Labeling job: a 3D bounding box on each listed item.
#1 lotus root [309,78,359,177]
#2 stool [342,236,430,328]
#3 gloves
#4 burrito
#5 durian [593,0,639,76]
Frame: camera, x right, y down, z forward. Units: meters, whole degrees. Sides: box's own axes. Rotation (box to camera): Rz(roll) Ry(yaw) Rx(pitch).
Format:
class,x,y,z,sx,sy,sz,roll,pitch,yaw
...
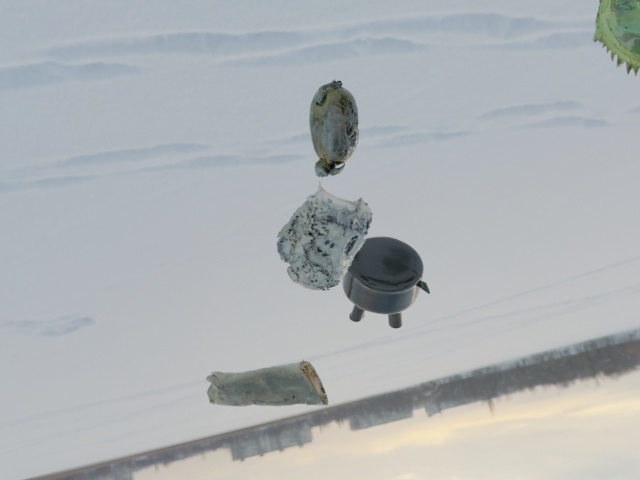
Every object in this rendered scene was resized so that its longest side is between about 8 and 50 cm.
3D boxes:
class,x,y,z,sx,sy,sz,roll,pitch,yaw
lotus root,0.023,-0.184,0.986,0.088,0.165,0.088,1,-163,0
stool,0.106,0.072,1.193,0.153,0.228,0.139,-24,138,-31
gloves,0.001,0.003,0.828,0.115,0.070,0.153,17,120,-19
burrito,-0.102,0.263,1.069,0.226,0.086,0.060,-6,-173,9
durian,0.581,-0.383,0.870,0.163,0.198,0.394,-29,170,-16
